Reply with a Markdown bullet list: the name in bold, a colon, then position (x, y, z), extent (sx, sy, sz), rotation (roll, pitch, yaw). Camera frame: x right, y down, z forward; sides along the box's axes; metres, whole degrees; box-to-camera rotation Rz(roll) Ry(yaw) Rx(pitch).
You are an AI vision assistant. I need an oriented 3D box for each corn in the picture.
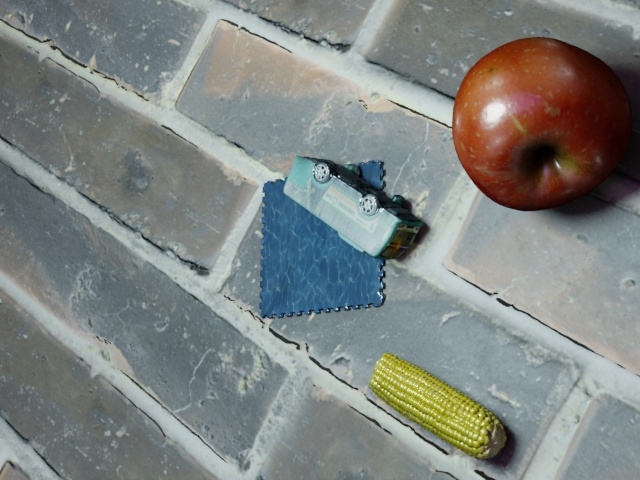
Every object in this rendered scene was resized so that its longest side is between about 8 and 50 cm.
- **corn**: position (0.178, 0.258, 1.656), extent (0.248, 0.081, 0.081), rotation (28, 94, 37)

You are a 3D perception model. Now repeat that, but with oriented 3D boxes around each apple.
- **apple**: position (0.325, -0.177, 1.570), extent (0.260, 0.260, 0.216), rotation (-25, 40, 27)

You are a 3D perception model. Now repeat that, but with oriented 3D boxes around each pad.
- **pad**: position (0.000, 0.000, 1.895), extent (0.269, 0.012, 0.269), rotation (-10, 71, 32)

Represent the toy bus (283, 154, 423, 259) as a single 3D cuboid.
- **toy bus**: position (0.053, -0.063, 1.819), extent (0.262, 0.091, 0.109), rotation (37, 109, 37)
